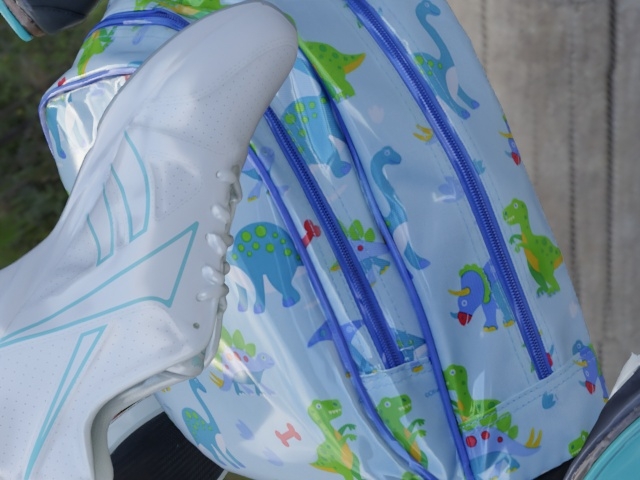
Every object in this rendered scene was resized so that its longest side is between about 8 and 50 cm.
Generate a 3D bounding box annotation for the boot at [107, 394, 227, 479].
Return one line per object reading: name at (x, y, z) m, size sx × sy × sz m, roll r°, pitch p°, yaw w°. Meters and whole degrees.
boot at (-0.183, 0.158, 1.036) m, size 0.176 × 0.244 × 0.088 m, roll 9°, pitch 123°, yaw 46°

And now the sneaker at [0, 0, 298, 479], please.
sneaker at (-0.045, 0.004, 0.408) m, size 0.061 × 0.152 × 0.053 m, roll 31°, pitch 169°, yaw 15°

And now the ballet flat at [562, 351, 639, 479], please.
ballet flat at (0.161, 0.051, 0.586) m, size 0.074 × 0.074 × 0.203 m, roll 42°, pitch 117°, yaw 15°

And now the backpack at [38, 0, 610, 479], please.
backpack at (0.000, 0.000, 0.859) m, size 0.290 × 0.273 × 0.355 m, roll 2°, pitch 101°, yaw 58°

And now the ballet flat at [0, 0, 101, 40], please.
ballet flat at (-0.206, -0.235, 0.816) m, size 0.280 × 0.096 × 0.095 m, roll 50°, pitch -172°, yaw -34°
